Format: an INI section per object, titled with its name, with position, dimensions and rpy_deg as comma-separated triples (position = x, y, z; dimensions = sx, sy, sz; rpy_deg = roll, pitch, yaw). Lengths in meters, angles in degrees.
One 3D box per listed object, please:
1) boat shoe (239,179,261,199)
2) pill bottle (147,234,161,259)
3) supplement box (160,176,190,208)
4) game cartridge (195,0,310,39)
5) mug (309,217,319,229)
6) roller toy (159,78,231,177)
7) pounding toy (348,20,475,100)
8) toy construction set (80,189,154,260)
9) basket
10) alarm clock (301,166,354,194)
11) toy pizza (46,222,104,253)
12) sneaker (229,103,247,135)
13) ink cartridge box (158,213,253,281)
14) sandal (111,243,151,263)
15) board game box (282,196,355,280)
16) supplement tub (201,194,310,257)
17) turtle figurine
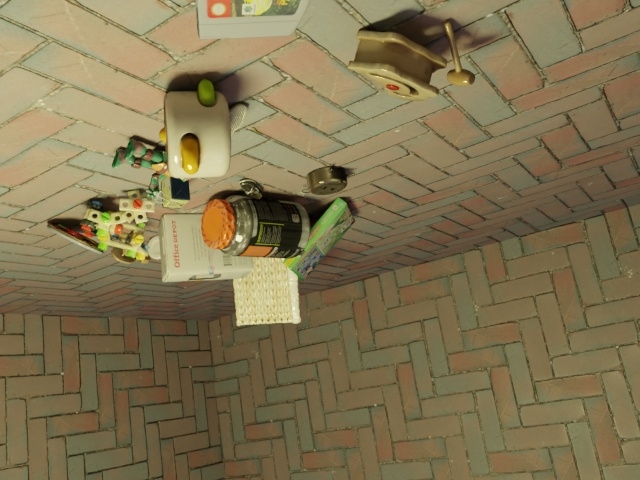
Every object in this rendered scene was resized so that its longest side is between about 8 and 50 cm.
[boat shoe]
position = -0.223, -0.163, 1.948
dimensions = 0.046, 0.038, 0.125
rpy_deg = -13, 165, 12
[pill bottle]
position = -0.590, 0.040, 2.378
dimensions = 0.094, 0.094, 0.169
rpy_deg = -14, 164, 19
[supplement box]
position = -0.430, -0.147, 1.794
dimensions = 0.056, 0.083, 0.083
rpy_deg = 3, 162, -34
[game cartridge]
position = -0.108, -0.430, 0.993
dimensions = 0.196, 0.060, 0.294
rpy_deg = -10, 166, -11
[mug]
position = -0.037, -0.022, 2.420
dimensions = 0.169, 0.113, 0.150
rpy_deg = 14, 120, -48
[roller toy]
position = -0.281, -0.232, 1.343
dimensions = 0.146, 0.209, 0.191
rpy_deg = -4, 170, -15
[pounding toy]
position = 0.189, -0.391, 1.287
dimensions = 0.270, 0.154, 0.154
rpy_deg = 14, -177, -35
[toy construction set]
position = -0.635, -0.044, 1.927
dimensions = 0.215, 0.151, 0.327
rpy_deg = 21, 149, -13
[basket]
position = -0.220, 0.172, 2.548
dimensions = 0.267, 0.331, 0.328
rpy_deg = -4, -177, -2
[alarm clock]
position = 0.009, -0.184, 1.975
dimensions = 0.129, 0.064, 0.192
rpy_deg = 5, 163, -43
[toy pizza]
position = -0.813, -0.011, 2.026
dimensions = 0.201, 0.032, 0.201
rpy_deg = 26, 173, 4
[sneaker]
position = -0.229, -0.289, 1.474
dimensions = 0.051, 0.070, 0.134
rpy_deg = 15, 124, -38
[ink cartridge box]
position = -0.413, 0.024, 2.174
dimensions = 0.306, 0.226, 0.131
rpy_deg = -1, 162, -23
[sandal]
position = -0.725, 0.039, 2.383
dimensions = 0.079, 0.088, 0.240
rpy_deg = -44, 166, 6
[board game box]
position = 0.000, 0.000, 2.292
dimensions = 0.317, 0.046, 0.213
rpy_deg = -49, 160, -5
[supplement tub]
position = -0.219, -0.045, 2.065
dimensions = 0.338, 0.207, 0.207
rpy_deg = 5, 160, -42
[turtle figurine]
position = -0.414, -0.186, 1.599
dimensions = 0.234, 0.118, 0.175
rpy_deg = 22, 134, -36
